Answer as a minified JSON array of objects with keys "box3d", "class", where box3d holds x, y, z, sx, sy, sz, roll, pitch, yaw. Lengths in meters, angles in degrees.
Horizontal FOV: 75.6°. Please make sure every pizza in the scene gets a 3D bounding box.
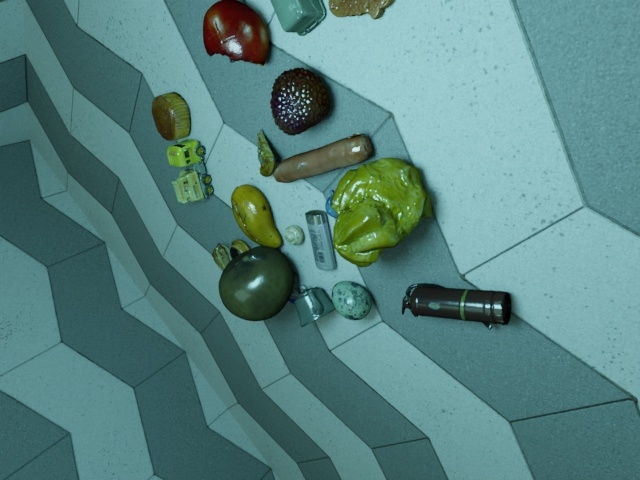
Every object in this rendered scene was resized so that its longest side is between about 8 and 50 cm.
[{"box3d":[-0.205,-0.322,1.511,0.184,0.036,0.176,-167,65,-67],"class":"pizza"}]

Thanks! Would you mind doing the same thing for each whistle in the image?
[{"box3d":[0.064,-0.100,1.402,0.090,0.090,0.158,-9,108,45],"class":"whistle"}]

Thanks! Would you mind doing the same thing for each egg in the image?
[{"box3d":[0.110,0.217,1.517,0.172,0.132,0.132,38,136,36],"class":"egg"}]

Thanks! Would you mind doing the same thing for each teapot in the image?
[{"box3d":[-0.040,0.250,1.673,0.149,0.162,0.239,61,168,7],"class":"teapot"}]

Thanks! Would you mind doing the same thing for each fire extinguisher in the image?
[{"box3d":[0.396,0.203,1.266,0.341,0.105,0.141,-2,112,40],"class":"fire extinguisher"}]

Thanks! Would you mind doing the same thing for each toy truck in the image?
[{"box3d":[-0.585,-0.297,1.819,0.124,0.157,0.272,15,124,36],"class":"toy truck"}]

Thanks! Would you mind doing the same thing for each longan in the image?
[{"box3d":[-0.255,0.174,1.675,0.319,0.319,0.319,22,127,32],"class":"longan"}]

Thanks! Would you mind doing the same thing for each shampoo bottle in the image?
[{"box3d":[0.000,0.000,1.540,0.086,0.056,0.227,8,119,41],"class":"shampoo bottle"}]

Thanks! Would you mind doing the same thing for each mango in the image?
[{"box3d":[-0.269,-0.088,1.684,0.177,0.120,0.295,-12,106,46],"class":"mango"}]

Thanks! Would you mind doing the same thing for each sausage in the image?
[{"box3d":[-0.009,-0.262,1.364,0.419,0.094,0.094,-6,71,45],"class":"sausage"}]

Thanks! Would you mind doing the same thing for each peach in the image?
[{"box3d":[-0.267,-0.633,1.309,0.226,0.196,0.190,59,171,0],"class":"peach"}]

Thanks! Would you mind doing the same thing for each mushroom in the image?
[{"box3d":[-0.107,-0.018,1.618,0.083,0.067,0.084,29,138,30],"class":"mushroom"}]

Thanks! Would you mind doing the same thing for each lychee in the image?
[{"box3d":[-0.068,-0.425,1.252,0.188,0.188,0.188,22,127,32],"class":"lychee"}]

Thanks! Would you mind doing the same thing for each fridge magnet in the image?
[{"box3d":[-0.368,0.062,1.907,0.143,0.063,0.143,24,132,30],"class":"fridge magnet"}]

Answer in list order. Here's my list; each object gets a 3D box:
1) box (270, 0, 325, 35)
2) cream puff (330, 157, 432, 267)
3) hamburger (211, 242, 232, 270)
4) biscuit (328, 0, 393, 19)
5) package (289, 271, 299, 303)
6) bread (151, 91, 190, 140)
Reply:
[{"box3d":[-0.077,-0.683,1.171,0.124,0.093,0.172,-16,103,46],"class":"box"},{"box3d":[0.141,-0.090,1.210,0.274,0.270,0.323,55,136,9],"class":"cream puff"},{"box3d":[-0.470,0.090,2.009,0.102,0.087,0.176,0,123,56],"class":"hamburger"},{"box3d":[0.127,-0.663,1.038,0.280,0.043,0.183,-18,105,42],"class":"biscuit"},{"box3d":[-0.152,0.195,1.817,0.171,0.027,0.173,16,119,36],"class":"package"},{"box3d":[-0.645,-0.530,1.772,0.199,0.104,0.199,23,128,34],"class":"bread"}]
